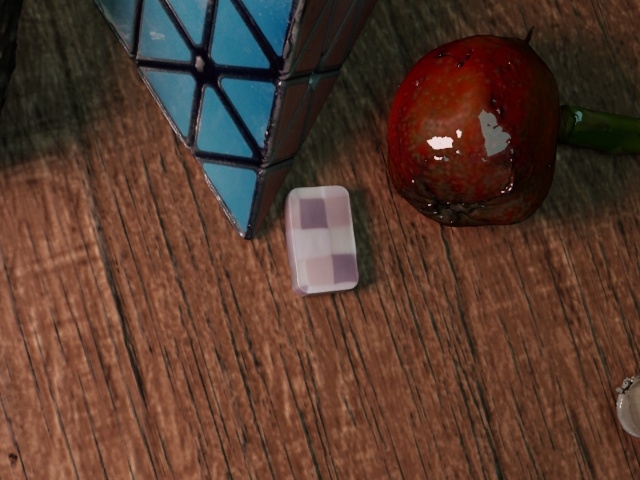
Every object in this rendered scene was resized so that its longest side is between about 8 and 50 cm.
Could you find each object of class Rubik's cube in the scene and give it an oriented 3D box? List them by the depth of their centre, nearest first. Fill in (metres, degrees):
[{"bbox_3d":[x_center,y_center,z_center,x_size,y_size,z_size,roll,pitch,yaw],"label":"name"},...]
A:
[{"bbox_3d":[-0.063,-0.184,1.440,0.229,0.233,0.228,-32,135,16],"label":"Rubik's cube"}]

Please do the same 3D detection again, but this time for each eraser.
[{"bbox_3d":[0.000,0.000,1.487,0.065,0.026,0.105,-5,81,-19],"label":"eraser"}]

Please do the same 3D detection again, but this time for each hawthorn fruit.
[{"bbox_3d":[0.159,-0.125,1.490,0.181,0.181,0.235,29,61,-9],"label":"hawthorn fruit"}]

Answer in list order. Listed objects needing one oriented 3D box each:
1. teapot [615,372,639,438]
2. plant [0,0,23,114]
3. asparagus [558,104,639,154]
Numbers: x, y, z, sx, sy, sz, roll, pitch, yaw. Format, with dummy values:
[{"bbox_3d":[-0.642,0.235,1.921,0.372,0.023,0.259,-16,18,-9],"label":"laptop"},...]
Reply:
[{"bbox_3d":[0.370,0.177,1.471,0.077,0.200,0.107,-24,92,-17],"label":"teapot"},{"bbox_3d":[-0.384,-0.121,1.315,0.215,0.213,0.312,11,114,-13],"label":"plant"},{"bbox_3d":[0.334,-0.109,1.592,0.178,0.041,0.045,8,87,-15],"label":"asparagus"}]
